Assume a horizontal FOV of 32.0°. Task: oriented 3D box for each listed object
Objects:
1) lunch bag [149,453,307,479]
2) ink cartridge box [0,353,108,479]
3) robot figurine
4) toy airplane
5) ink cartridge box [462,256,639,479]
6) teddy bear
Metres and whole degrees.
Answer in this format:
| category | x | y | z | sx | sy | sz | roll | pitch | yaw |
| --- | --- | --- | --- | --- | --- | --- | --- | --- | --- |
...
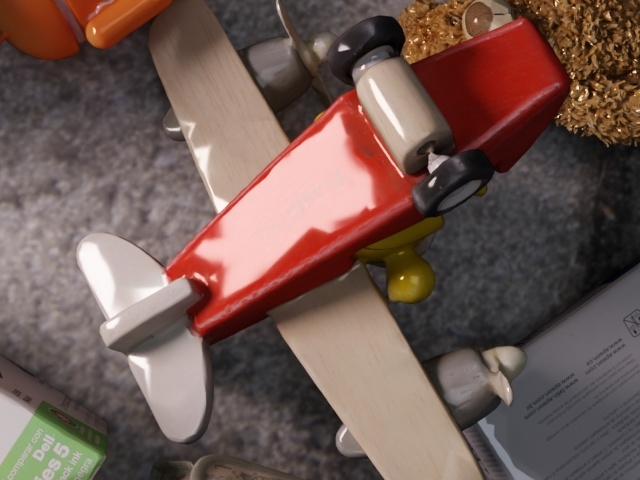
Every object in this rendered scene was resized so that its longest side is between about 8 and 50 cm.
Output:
| category | x | y | z | sx | sy | sz | roll | pitch | yaw |
| --- | --- | --- | --- | --- | --- | --- | --- | --- | --- |
| lunch bag | -0.021 | 0.267 | 0.828 | 0.235 | 0.287 | 0.168 | 24 | 73 | -13 |
| ink cartridge box | -0.308 | 0.128 | 0.864 | 0.273 | 0.198 | 0.114 | 34 | 82 | -8 |
| robot figurine | -0.196 | -0.236 | 0.936 | 0.219 | 0.128 | 0.158 | -33 | 97 | -8 |
| toy airplane | 0.000 | 0.000 | 0.918 | 0.384 | 0.272 | 0.386 | 12 | 96 | 28 |
| ink cartridge box | 0.328 | 0.190 | 1.011 | 0.324 | 0.071 | 0.330 | -32 | 88 | -16 |
| teddy bear | 0.241 | -0.198 | 1.019 | 0.338 | 0.113 | 0.245 | 2 | 85 | -10 |
